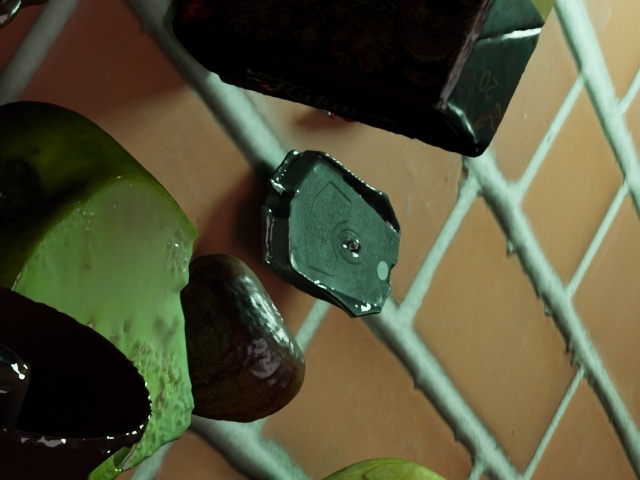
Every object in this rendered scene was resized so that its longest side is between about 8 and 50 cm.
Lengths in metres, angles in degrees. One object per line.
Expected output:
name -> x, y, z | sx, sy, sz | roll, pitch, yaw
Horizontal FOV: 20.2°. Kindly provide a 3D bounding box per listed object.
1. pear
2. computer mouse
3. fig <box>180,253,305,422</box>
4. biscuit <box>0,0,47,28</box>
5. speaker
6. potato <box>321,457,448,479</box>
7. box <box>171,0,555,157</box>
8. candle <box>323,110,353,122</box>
pear -> -0.219, 0.044, 1.243 | 0.286, 0.176, 0.282 | -34, 134, -52
computer mouse -> -0.002, -0.002, 1.680 | 0.231, 0.071, 0.126 | 33, 67, -52
fig -> -0.119, 0.106, 1.540 | 0.201, 0.146, 0.134 | -31, 148, 12
biscuit -> -0.220, -0.276, 0.954 | 0.395, 0.166, 0.342 | -54, 151, -54
speaker -> -0.255, 0.199, 1.001 | 0.329, 0.198, 0.259 | -65, 171, 9
potato -> 0.017, 0.410, 1.833 | 0.397, 0.290, 0.296 | -60, -175, 26
box -> 0.083, -0.294, 1.431 | 0.415, 0.264, 0.116 | -66, 151, -8
candle -> 0.056, -0.136, 1.706 | 0.162, 0.048, 0.053 | -23, 99, -50
